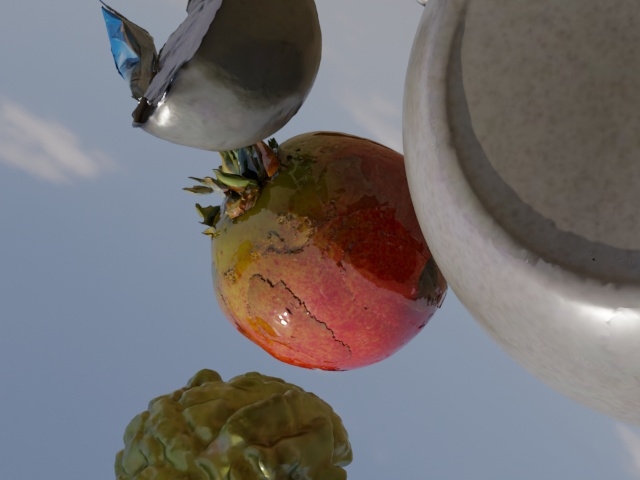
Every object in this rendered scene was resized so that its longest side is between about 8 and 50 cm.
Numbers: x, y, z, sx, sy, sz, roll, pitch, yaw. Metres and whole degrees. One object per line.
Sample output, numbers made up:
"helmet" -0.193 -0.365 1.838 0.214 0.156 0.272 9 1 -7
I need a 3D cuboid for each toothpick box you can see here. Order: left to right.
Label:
"toothpick box" 0.276 -0.054 1.227 0.409 0.409 0.425 39 -172 26

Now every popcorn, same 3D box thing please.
"popcorn" -0.069 0.242 1.754 0.259 0.259 0.212 33 151 -14

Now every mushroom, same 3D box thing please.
"mushroom" -0.061 -0.135 1.358 0.117 0.141 0.188 27 -129 -4

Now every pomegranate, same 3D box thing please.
"pomegranate" 0.000 0.000 1.536 0.235 0.210 0.210 43 -173 -16

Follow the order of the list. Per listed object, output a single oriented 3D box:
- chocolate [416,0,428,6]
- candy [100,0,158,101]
"chocolate" 0.071 -0.339 2.003 0.261 0.083 0.161 24 174 -32
"candy" -0.184 -0.177 1.860 0.088 0.038 0.136 35 -150 -59
